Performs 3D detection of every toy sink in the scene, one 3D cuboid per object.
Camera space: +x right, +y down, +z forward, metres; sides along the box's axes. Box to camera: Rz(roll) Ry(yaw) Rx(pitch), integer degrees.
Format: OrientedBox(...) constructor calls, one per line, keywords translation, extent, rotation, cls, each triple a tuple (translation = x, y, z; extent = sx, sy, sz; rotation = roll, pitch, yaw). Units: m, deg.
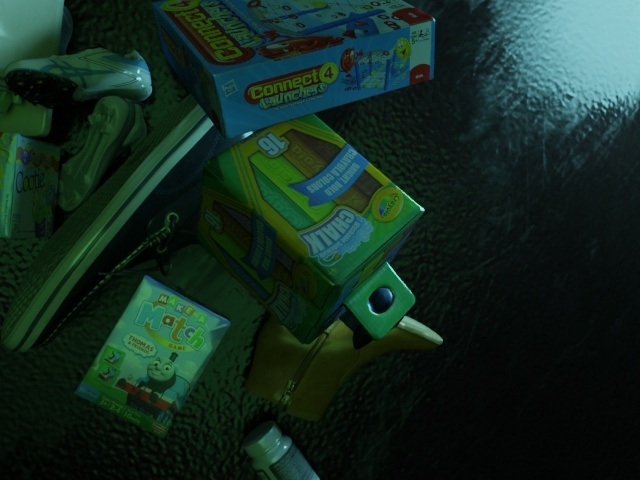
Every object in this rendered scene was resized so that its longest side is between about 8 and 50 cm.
OrientedBox(translation=(-0.478, -0.276, 0.862), extent=(0.153, 0.131, 0.234), rotation=(7, 91, 18), cls="toy sink")

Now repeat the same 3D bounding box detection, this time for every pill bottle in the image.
OrientedBox(translation=(-0.065, 0.371, 1.004), extent=(0.078, 0.078, 0.137), rotation=(-34, 97, -8), cls="pill bottle")

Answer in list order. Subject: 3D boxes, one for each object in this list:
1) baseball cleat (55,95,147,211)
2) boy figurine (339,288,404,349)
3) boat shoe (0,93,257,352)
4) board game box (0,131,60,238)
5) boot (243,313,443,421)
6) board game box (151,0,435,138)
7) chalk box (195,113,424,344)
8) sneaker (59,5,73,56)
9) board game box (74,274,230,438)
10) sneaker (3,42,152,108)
OrientedBox(translation=(-0.333, -0.128, 0.948), extent=(0.072, 0.109, 0.206), rotation=(46, 114, 16), cls="baseball cleat")
OrientedBox(translation=(0.007, 0.030, 0.949), extent=(0.177, 0.092, 0.285), rotation=(-31, 69, -22), cls="boy figurine")
OrientedBox(translation=(-0.257, -0.026, 0.896), extent=(0.500, 0.187, 0.156), rotation=(-51, 119, -15), cls="boat shoe")
OrientedBox(translation=(-0.537, -0.085, 0.858), extent=(0.275, 0.144, 0.142), rotation=(5, 91, -1), cls="board game box")
OrientedBox(translation=(0.037, 0.203, 1.015), extent=(0.295, 0.104, 0.211), rotation=(18, 94, -5), cls="boot")
OrientedBox(translation=(-0.050, -0.285, 0.863), extent=(0.302, 0.308, 0.086), rotation=(-20, 132, -18), cls="board game box")
OrientedBox(translation=(0.000, 0.000, 0.803), extent=(0.289, 0.179, 0.180), rotation=(41, 57, 13), cls="chalk box")
OrientedBox(translation=(-0.427, -0.288, 0.943), extent=(0.061, 0.054, 0.152), rotation=(7, 88, 6), cls="sneaker")
OrientedBox(translation=(-0.268, 0.187, 0.983), extent=(0.160, 0.039, 0.211), rotation=(30, 85, -9), cls="board game box")
OrientedBox(translation=(-0.350, -0.244, 0.885), extent=(0.085, 0.237, 0.086), rotation=(-21, 89, 34), cls="sneaker")
